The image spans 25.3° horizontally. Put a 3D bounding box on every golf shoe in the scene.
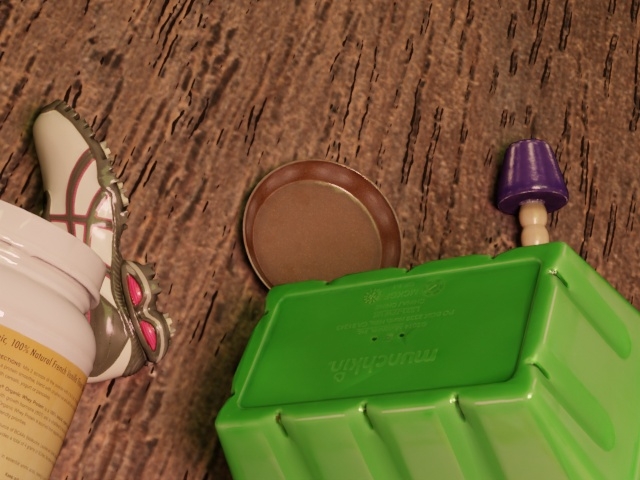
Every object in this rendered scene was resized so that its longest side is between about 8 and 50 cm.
[{"bbox_3d":[-0.229,-0.001,1.316,0.120,0.105,0.273,-17,76,-17],"label":"golf shoe"}]

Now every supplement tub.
[{"bbox_3d":[-0.315,0.132,1.142,0.228,0.228,0.316,23,71,-10],"label":"supplement tub"}]

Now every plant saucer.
[{"bbox_3d":[0.000,0.000,1.434,0.168,0.029,0.168,7,67,-17],"label":"plant saucer"}]

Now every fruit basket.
[{"bbox_3d":[0.138,0.187,1.260,0.392,0.392,0.283,28,48,-7],"label":"fruit basket"}]

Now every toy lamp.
[{"bbox_3d":[0.226,0.028,1.476,0.080,0.080,0.275,3,70,-18],"label":"toy lamp"}]
